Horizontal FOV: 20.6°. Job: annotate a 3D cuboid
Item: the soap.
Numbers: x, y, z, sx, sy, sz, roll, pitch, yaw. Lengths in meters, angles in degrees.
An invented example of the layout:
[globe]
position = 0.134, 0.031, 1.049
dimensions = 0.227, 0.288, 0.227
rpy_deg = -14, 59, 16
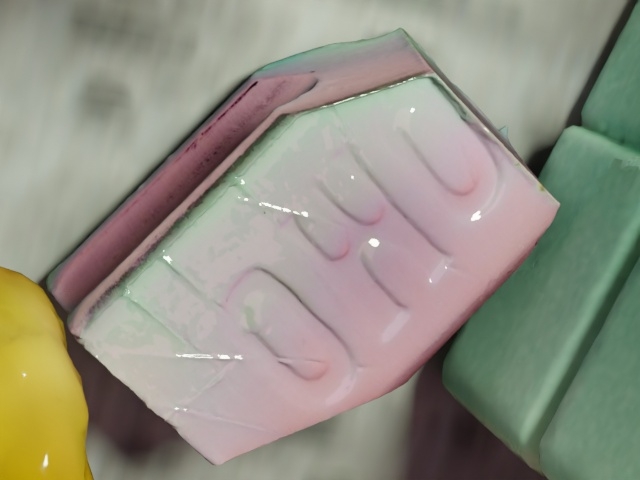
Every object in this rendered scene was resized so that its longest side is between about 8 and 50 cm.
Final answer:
[soap]
position = 0.000, 0.000, 0.566
dimensions = 0.149, 0.056, 0.100
rpy_deg = -44, 116, -2

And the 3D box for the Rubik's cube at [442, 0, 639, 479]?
[Rubik's cube]
position = 0.281, 0.012, 0.519
dimensions = 0.319, 0.322, 0.316
rpy_deg = 24, 95, -24

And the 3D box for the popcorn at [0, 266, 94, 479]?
[popcorn]
position = -0.189, 0.099, 0.427
dimensions = 0.316, 0.297, 0.281
rpy_deg = -25, 78, 15
